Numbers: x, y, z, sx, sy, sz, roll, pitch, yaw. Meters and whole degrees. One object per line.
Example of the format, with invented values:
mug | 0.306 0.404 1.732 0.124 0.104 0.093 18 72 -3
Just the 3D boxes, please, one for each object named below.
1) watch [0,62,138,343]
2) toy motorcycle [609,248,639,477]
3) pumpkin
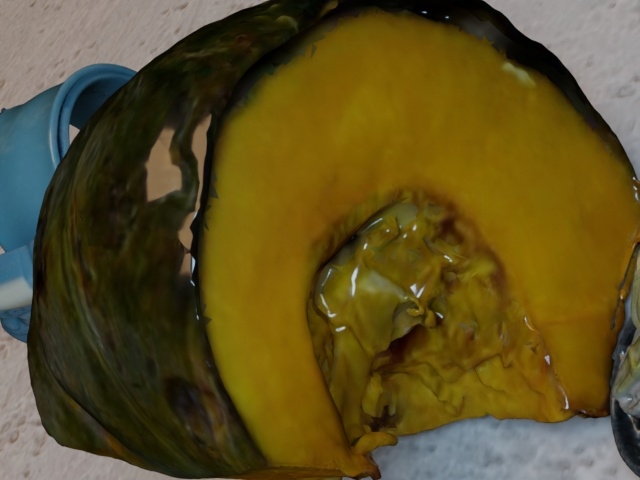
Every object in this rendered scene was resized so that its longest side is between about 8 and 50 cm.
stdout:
watch | -0.169 -0.031 0.998 0.211 0.211 0.193 -24 63 37
toy motorcycle | 0.198 0.015 0.510 0.223 0.107 0.341 -93 17 -47
pumpkin | 0.000 0.000 0.708 0.225 0.303 0.256 -19 73 49
